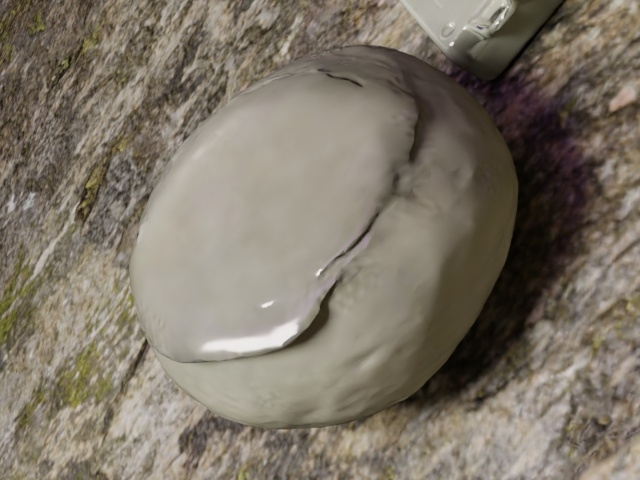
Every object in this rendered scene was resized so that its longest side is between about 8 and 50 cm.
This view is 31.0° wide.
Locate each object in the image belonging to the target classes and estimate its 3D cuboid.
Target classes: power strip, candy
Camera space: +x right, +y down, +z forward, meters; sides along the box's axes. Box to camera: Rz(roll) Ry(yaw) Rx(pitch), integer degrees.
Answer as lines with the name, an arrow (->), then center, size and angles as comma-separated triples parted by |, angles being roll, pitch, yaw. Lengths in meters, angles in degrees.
power strip -> 0.085, -0.245, 0.927 | 0.098, 0.058, 0.338 | -51, 40, 20
candy -> 0.000, 0.000, 0.799 | 0.295, 0.185, 0.296 | -19, 52, 26
